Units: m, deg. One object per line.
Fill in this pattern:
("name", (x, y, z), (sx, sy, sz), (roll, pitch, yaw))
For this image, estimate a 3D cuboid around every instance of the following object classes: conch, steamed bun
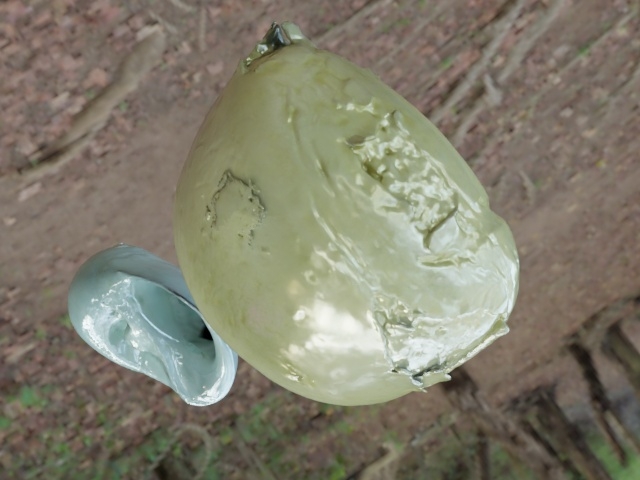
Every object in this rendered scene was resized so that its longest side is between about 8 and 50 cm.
("conch", (-0.179, 0.087, 1.305), (0.121, 0.221, 0.185), (-56, 170, -23))
("steamed bun", (0.000, 0.000, 0.835), (0.166, 0.273, 0.232), (-43, -178, -24))
